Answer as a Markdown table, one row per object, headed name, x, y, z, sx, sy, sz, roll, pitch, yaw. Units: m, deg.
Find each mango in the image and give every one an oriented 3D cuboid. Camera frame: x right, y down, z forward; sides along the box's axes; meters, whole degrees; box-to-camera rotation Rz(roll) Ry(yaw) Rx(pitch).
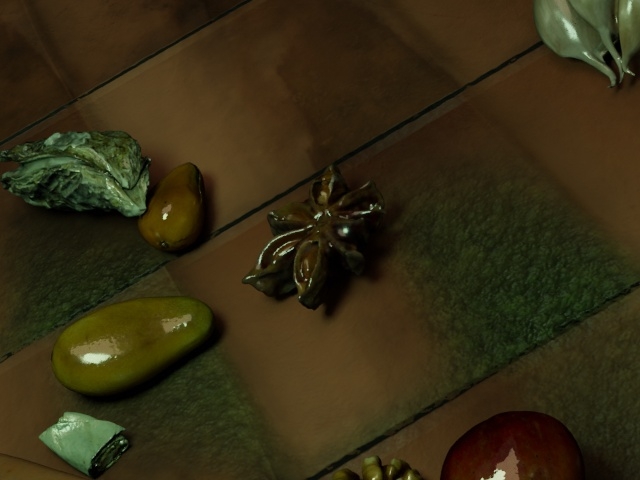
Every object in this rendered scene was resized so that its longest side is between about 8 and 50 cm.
| name | x | y | z | sx | sy | sz | roll | pitch | yaw |
| --- | --- | --- | --- | --- | --- | --- | --- | --- | --- |
| mango | -0.211 | -0.043 | 2.260 | 0.105 | 0.084 | 0.159 | -28 | 22 | 25 |
| mango | -0.251 | 0.136 | 2.088 | 0.228 | 0.099 | 0.136 | -21 | 36 | -4 |

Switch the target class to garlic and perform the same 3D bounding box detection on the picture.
| name | x | y | z | sx | sy | sz | roll | pitch | yaw |
| --- | --- | --- | --- | --- | --- | --- | --- | --- | --- |
| garlic | 0.427 | -0.346 | 2.200 | 0.237 | 0.210 | 0.292 | 35 | 61 | 9 |

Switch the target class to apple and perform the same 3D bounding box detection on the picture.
| name | x | y | z | sx | sy | sz | roll | pitch | yaw |
| --- | --- | --- | --- | --- | --- | --- | --- | --- | --- |
| apple | 0.210 | 0.270 | 1.667 | 0.156 | 0.147 | 0.158 | -5 | 43 | -6 |

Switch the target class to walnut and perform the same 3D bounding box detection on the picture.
| name | x | y | z | sx | sy | sz | roll | pitch | yaw |
| --- | --- | --- | --- | --- | --- | --- | --- | --- | --- |
| walnut | 0.057 | 0.312 | 1.761 | 0.143 | 0.069 | 0.170 | -23 | 39 | 8 |

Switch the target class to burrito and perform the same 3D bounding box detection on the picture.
| name | x | y | z | sx | sy | sz | roll | pitch | yaw |
| --- | --- | --- | --- | --- | --- | --- | --- | --- | --- |
| burrito | -0.311 | 0.260 | 2.030 | 0.118 | 0.044 | 0.074 | 20 | 63 | 38 |

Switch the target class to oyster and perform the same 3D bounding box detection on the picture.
| name | x | y | z | sx | sy | sz | roll | pitch | yaw |
| --- | --- | --- | --- | --- | --- | --- | --- | --- | --- |
| oyster | -0.363 | -0.100 | 2.326 | 0.162 | 0.158 | 0.351 | -41 | 35 | -26 |

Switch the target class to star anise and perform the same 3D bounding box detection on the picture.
| name | x | y | z | sx | sy | sz | roll | pitch | yaw |
| --- | --- | --- | --- | --- | --- | --- | --- | --- | --- |
| star anise | -0.004 | 0.005 | 2.091 | 0.220 | 0.099 | 0.214 | -45 | 30 | -12 |

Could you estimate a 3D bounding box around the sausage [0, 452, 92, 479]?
| name | x | y | z | sx | sy | sz | roll | pitch | yaw |
| --- | --- | --- | --- | --- | --- | --- | --- | --- | --- |
| sausage | -0.351 | 0.338 | 1.916 | 0.304 | 0.121 | 0.121 | 8 | 53 | 35 |
